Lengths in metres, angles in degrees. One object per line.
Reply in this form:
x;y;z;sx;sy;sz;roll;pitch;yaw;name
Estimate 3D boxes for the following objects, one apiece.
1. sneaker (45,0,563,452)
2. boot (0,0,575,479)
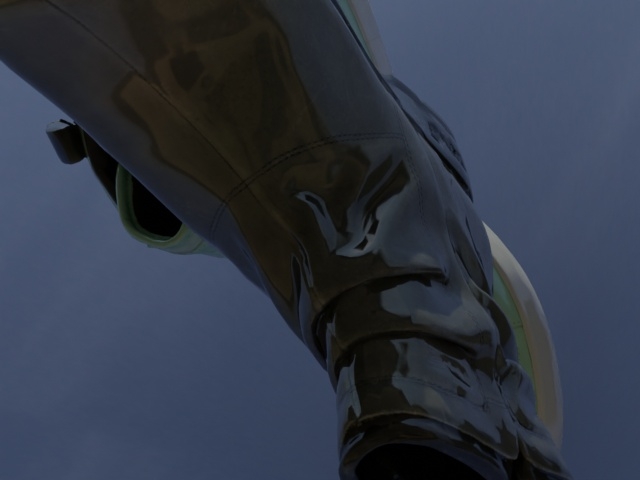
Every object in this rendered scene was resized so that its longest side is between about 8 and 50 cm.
-0.008;0.012;0.735;0.094;0.151;0.256;-25;-85;41;sneaker
0.000;0.000;0.561;0.083;0.246;0.161;-34;-129;18;boot
